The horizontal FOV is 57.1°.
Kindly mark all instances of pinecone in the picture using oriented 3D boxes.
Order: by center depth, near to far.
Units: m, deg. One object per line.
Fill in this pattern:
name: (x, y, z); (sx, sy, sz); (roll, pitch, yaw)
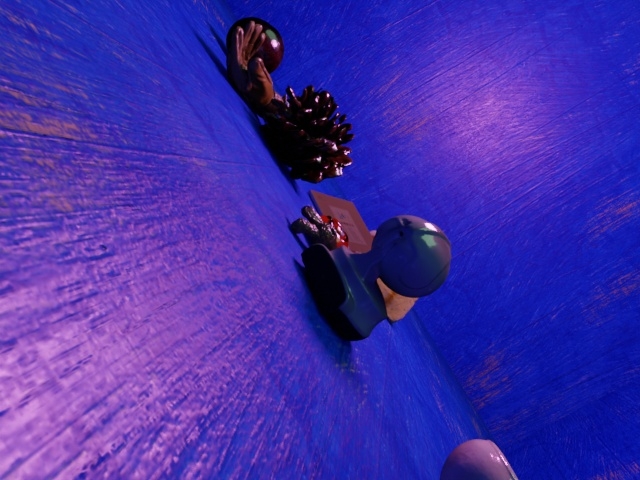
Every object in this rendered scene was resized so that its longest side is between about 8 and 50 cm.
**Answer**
pinecone: (-0.034, -0.331, 1.790); (0.296, 0.242, 0.298); (55, 24, -24)

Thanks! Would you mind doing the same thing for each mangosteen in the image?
mangosteen: (-0.237, -0.684, 2.122); (0.216, 0.216, 0.216); (57, 8, -12)

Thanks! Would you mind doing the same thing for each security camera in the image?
security camera: (0.128, 0.058, 1.177); (0.191, 0.277, 0.197); (48, 12, -49)

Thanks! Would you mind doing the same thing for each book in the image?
book: (0.093, -0.036, 1.972); (0.217, 0.021, 0.310); (13, 40, -43)

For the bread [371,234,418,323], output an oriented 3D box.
bread: (0.186, 0.117, 2.184); (0.361, 0.245, 0.233); (14, -34, 56)

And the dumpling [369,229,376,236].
dumpling: (0.228, 0.027, 2.491); (0.162, 0.132, 0.250); (24, -5, 34)

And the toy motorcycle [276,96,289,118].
toy motorcycle: (-0.085, -0.366, 2.053); (0.260, 0.154, 0.206); (42, 40, -43)

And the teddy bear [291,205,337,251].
teddy bear: (0.007, -0.003, 1.351); (0.160, 0.078, 0.119); (62, 32, -26)

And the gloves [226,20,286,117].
gloves: (-0.210, -0.512, 1.789); (0.331, 0.141, 0.154); (65, 26, -53)

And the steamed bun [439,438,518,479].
steamed bun: (0.294, 0.487, 1.066); (0.232, 0.145, 0.232); (156, -90, -89)

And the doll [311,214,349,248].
doll: (0.035, 0.016, 1.496); (0.183, 0.085, 0.217); (-100, 167, -67)
